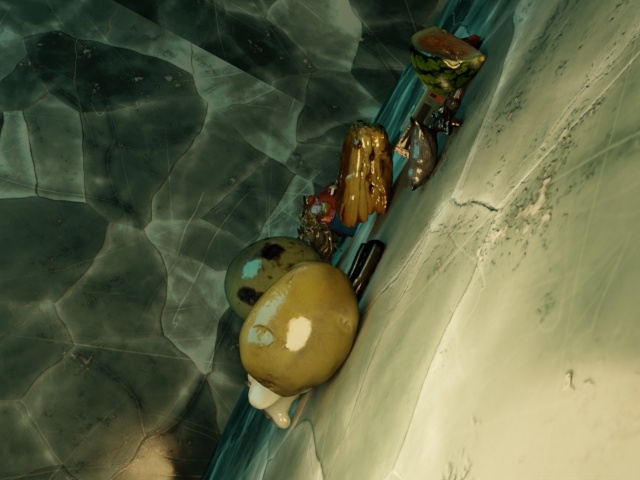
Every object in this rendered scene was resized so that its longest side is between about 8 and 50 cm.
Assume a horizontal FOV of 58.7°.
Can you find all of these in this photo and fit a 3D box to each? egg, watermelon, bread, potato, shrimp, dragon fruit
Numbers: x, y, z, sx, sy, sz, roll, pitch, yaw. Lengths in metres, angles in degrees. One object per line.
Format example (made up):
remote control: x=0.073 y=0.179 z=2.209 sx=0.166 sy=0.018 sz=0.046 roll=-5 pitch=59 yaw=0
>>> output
egg: x=-0.166 y=0.156 z=2.063 sx=0.427 sy=0.345 sz=0.345 roll=-1 pitch=52 yaw=37
watermelon: x=0.314 y=-0.520 z=1.597 sx=0.159 sy=0.128 sz=0.303 roll=-54 pitch=31 yaw=21
bread: x=0.147 y=-0.212 z=1.818 sx=0.277 sy=0.166 sz=0.325 roll=-105 pitch=23 yaw=-72
potato: x=-0.042 y=0.204 z=1.331 sx=0.326 sy=0.221 sz=0.243 roll=-50 pitch=47 yaw=-7
shrimp: x=0.000 y=0.002 z=2.184 sx=0.137 sy=0.171 sz=0.372 roll=-79 pitch=-19 yaw=-53
dragon fruit: x=0.036 y=-0.125 z=2.473 sx=0.243 sy=0.227 sz=0.307 roll=-57 pitch=3 yaw=15

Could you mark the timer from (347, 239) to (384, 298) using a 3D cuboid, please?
timer: x=0.106 y=0.082 z=1.556 sx=0.187 sy=0.055 sz=0.144 roll=-62 pitch=4 yaw=-4

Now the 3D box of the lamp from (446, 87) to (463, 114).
lamp: x=0.355 y=-0.365 z=1.531 sx=0.063 sy=0.031 sz=0.083 roll=127 pitch=165 yaw=-68

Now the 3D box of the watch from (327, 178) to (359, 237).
watch: x=0.104 y=-0.123 z=2.217 sx=0.196 sy=0.171 sz=0.200 roll=-53 pitch=-19 yaw=-70

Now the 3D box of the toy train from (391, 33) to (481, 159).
toy train: x=0.345 y=-0.440 z=1.724 sx=0.410 sy=0.089 sz=0.086 roll=-62 pitch=0 yaw=16

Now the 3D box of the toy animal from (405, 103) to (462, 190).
toy animal: x=0.249 y=-0.231 z=1.407 sx=0.210 sy=0.117 sz=0.121 roll=-60 pitch=11 yaw=1

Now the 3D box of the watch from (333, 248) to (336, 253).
watch: x=-0.001 y=0.076 z=2.531 sx=0.152 sy=0.131 sz=0.165 roll=-38 pitch=13 yaw=30

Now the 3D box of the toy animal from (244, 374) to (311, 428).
toy animal: x=-0.095 y=0.341 z=1.562 sx=0.289 sy=0.174 sz=0.249 roll=-63 pitch=5 yaw=7
